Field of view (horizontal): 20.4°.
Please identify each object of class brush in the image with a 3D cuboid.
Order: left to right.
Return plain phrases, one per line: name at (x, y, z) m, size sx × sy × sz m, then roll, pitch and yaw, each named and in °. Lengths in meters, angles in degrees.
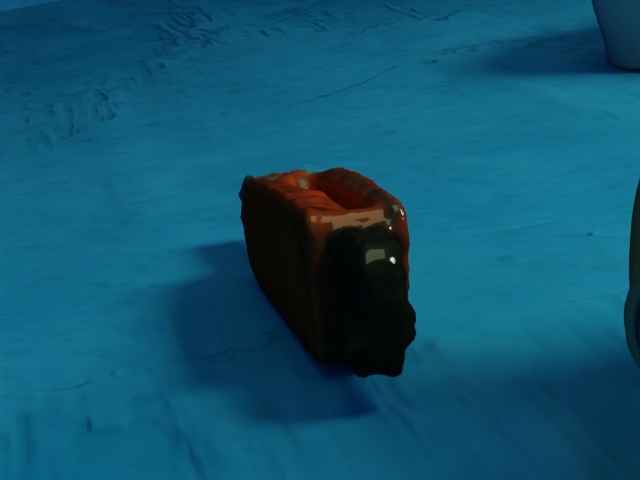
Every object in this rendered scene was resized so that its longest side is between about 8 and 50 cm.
brush at (0.001, 0.000, 0.836) m, size 0.051 × 0.070 × 0.323 m, roll -8°, pitch 13°, yaw -10°

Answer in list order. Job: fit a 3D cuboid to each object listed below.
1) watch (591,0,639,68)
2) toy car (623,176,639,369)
watch at (0.296, -0.224, 1.304) m, size 0.231 × 0.196 × 0.244 m, roll -11°, pitch 16°, yaw 24°
toy car at (0.228, -0.071, 0.498) m, size 0.242 × 0.226 × 0.336 m, roll -18°, pitch 17°, yaw 36°
